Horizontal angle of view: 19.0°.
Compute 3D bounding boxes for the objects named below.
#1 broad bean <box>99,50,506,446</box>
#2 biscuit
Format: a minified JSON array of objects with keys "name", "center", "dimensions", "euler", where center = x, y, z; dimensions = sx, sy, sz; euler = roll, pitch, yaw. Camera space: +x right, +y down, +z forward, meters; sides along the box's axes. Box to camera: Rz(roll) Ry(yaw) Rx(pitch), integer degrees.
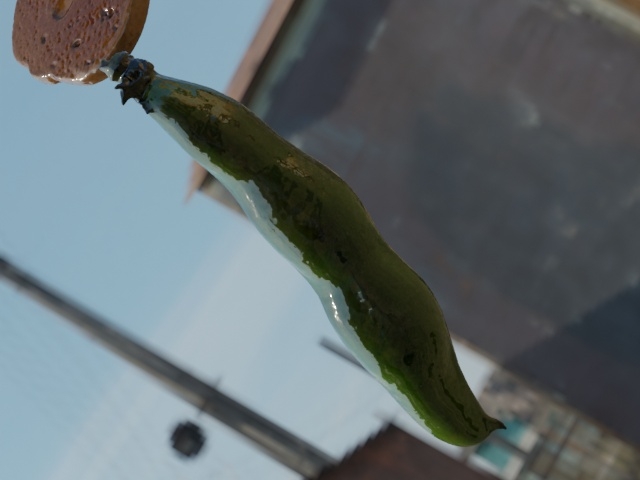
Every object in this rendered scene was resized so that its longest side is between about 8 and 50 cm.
[{"name":"broad bean","center":[0.001,-0.001,1.021],"dimensions":[0.060,0.297,0.043],"euler":[-39,10,13]},{"name":"biscuit","center":[-0.150,-0.145,1.193],"dimensions":[0.019,0.130,0.102],"euler":[20,-92,-43]}]
